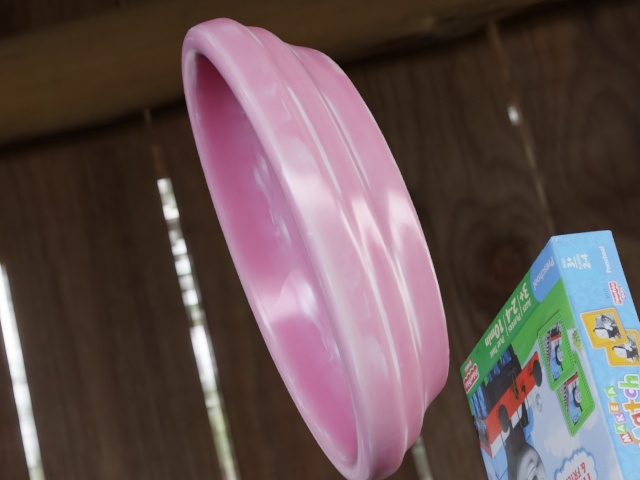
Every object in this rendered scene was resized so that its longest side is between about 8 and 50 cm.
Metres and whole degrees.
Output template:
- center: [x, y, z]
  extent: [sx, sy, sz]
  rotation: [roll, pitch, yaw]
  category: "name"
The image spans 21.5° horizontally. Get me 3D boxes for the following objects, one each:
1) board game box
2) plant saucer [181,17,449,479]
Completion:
- center: [0.134, 0.126, 0.859]
  extent: [0.039, 0.212, 0.160]
  rotation: [-5, -28, -17]
  category: "board game box"
- center: [0.000, 0.000, 1.156]
  extent: [0.084, 0.332, 0.332]
  rotation: [-21, -16, -11]
  category: "plant saucer"
